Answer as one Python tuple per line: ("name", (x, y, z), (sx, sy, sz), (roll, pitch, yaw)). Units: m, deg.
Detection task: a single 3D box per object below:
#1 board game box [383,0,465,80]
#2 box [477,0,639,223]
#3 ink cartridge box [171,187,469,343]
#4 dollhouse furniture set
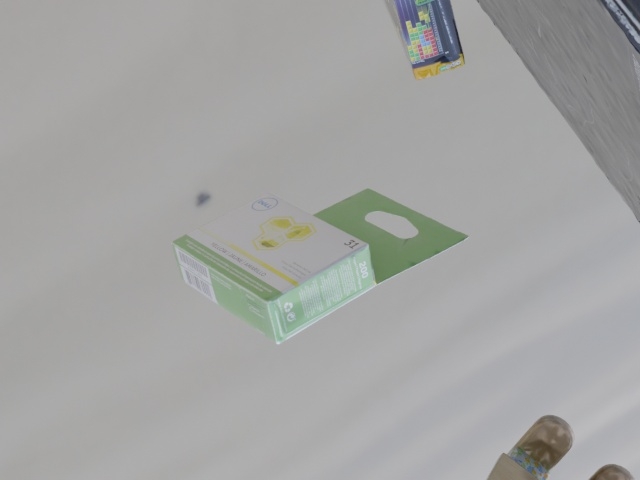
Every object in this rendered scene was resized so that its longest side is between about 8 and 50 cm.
("board game box", (0.069, -0.240, 1.404), (0.048, 0.170, 0.141), (-18, 126, 2))
("box", (0.283, -0.265, 1.317), (0.297, 0.472, 0.480), (-31, 154, 3))
("ink cartridge box", (0.000, 0.000, 1.596), (0.235, 0.171, 0.056), (-29, 124, -25))
("dollhouse furniture set", (0.259, 0.268, 1.465), (0.161, 0.242, 0.212), (-54, 175, 29))
